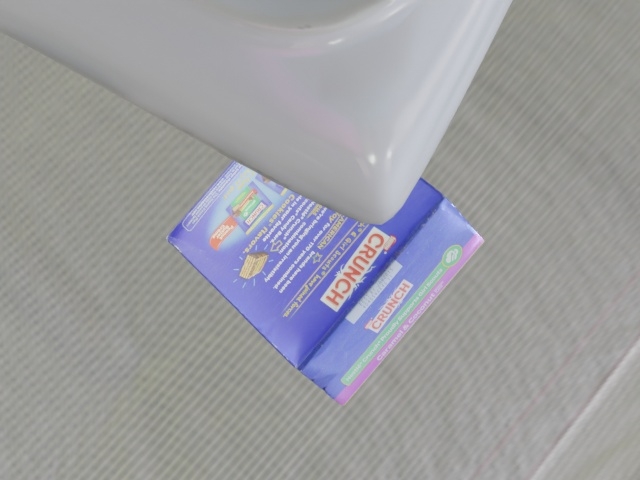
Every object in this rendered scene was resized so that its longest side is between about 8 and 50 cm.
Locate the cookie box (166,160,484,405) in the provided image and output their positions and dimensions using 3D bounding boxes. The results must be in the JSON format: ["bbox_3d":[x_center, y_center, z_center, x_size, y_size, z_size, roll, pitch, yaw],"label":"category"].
[{"bbox_3d":[0.000,0.000,0.673,0.092,0.040,0.107,-49,-134,1],"label":"cookie box"}]

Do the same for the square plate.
[{"bbox_3d":[-0.045,-0.219,0.439,0.347,0.049,0.344,26,-80,-15],"label":"square plate"}]
